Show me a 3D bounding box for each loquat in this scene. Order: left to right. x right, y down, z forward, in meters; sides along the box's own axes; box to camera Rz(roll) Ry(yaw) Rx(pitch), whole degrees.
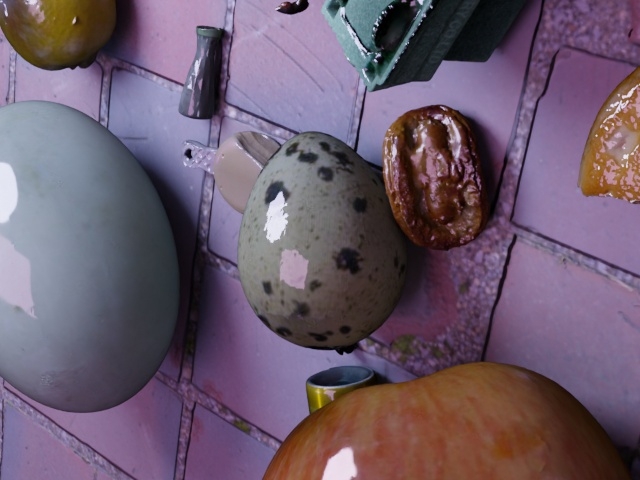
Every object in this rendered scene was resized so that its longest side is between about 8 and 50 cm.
[{"bbox_3d":[-0.327,-0.302,1.395,0.152,0.152,0.195,-8,106,42],"label":"loquat"}]

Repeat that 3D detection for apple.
[{"bbox_3d":[0.113,0.292,1.047,0.391,0.391,0.347,-21,69,43],"label":"apple"}]

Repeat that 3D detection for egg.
[{"bbox_3d":[-0.315,0.020,1.391,0.276,0.276,0.389,-14,96,42],"label":"egg"},{"bbox_3d":[0.000,0.000,1.183,0.177,0.177,0.228,-11,83,42],"label":"egg"}]

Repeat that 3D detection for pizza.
[{"bbox_3d":[0.316,-0.108,0.951,0.246,0.058,0.127,-46,69,34],"label":"pizza"}]

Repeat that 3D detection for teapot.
[{"bbox_3d":[-0.137,-0.199,1.333,0.042,0.042,0.111,27,115,32],"label":"teapot"}]

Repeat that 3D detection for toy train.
[{"bbox_3d":[0.136,-0.272,0.978,0.139,0.178,0.330,62,139,31],"label":"toy train"}]

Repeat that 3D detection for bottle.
[{"bbox_3d":[0.040,0.290,1.298,0.082,0.082,0.286,2,105,41],"label":"bottle"}]

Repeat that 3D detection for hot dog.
[{"bbox_3d":[0.114,-0.060,1.134,0.099,0.065,0.147,-8,97,9],"label":"hot dog"}]

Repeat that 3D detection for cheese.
[{"bbox_3d":[-0.097,-0.088,1.324,0.171,0.047,0.092,39,124,26],"label":"cheese"}]

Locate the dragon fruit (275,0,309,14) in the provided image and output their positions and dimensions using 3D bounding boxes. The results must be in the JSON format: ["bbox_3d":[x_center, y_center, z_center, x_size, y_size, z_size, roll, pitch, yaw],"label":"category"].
[{"bbox_3d":[-0.062,-0.354,1.081,0.307,0.227,0.243,-12,53,12],"label":"dragon fruit"}]

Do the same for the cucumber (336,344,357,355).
[{"bbox_3d":[-0.004,0.072,1.302,0.034,0.033,0.135,-32,81,45],"label":"cucumber"}]
